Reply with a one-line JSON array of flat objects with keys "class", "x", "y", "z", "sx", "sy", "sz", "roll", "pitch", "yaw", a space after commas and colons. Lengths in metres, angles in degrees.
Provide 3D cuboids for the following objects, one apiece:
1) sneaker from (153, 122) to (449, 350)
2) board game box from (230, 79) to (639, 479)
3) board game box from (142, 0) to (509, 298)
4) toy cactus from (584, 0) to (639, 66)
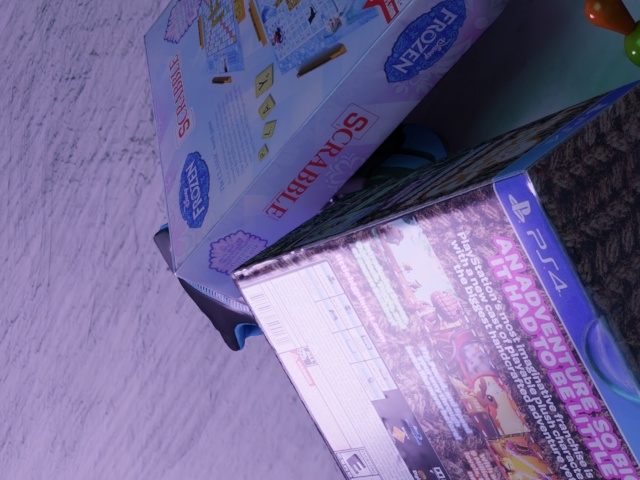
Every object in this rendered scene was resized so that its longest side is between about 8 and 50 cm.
[{"class": "sneaker", "x": 0.000, "y": 0.000, "z": 1.125, "sx": 0.341, "sy": 0.125, "sz": 0.139, "roll": -20, "pitch": 99, "yaw": 50}, {"class": "board game box", "x": 0.120, "y": 0.061, "z": 0.852, "sx": 0.291, "sy": 0.141, "sz": 0.232, "roll": -19, "pitch": 103, "yaw": 50}, {"class": "board game box", "x": -0.019, "y": -0.171, "z": 1.041, "sx": 0.318, "sy": 0.066, "sz": 0.318, "roll": -46, "pitch": 36, "yaw": 28}, {"class": "toy cactus", "x": 0.253, "y": -0.146, "z": 0.744, "sx": 0.180, "sy": 0.219, "sz": 0.112, "roll": -55, "pitch": 14, "yaw": -15}]
